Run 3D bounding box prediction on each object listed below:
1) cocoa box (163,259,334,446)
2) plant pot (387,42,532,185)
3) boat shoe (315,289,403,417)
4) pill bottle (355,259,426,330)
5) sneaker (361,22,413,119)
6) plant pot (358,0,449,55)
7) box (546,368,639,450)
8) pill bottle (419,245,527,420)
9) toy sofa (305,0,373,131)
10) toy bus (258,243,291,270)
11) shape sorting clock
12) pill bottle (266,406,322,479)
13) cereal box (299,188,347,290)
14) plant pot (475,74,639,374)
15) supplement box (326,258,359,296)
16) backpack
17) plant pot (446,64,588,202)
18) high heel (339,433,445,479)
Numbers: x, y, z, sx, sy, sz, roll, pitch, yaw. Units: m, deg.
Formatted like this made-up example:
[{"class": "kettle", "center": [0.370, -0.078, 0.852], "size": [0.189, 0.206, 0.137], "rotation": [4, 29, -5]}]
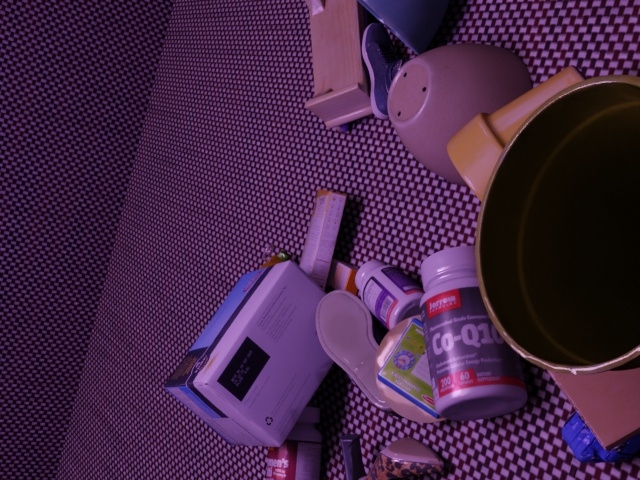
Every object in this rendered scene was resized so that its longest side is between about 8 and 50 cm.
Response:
[{"class": "cocoa box", "center": [-0.134, 0.255, 2.014], "size": [0.228, 0.231, 0.347], "rotation": [-18, 33, 55]}, {"class": "plant pot", "center": [0.245, -0.266, 1.769], "size": [0.284, 0.191, 0.284], "rotation": [-27, 57, 51]}, {"class": "boat shoe", "center": [0.101, 0.241, 1.894], "size": [0.127, 0.113, 0.340], "rotation": [-41, 46, -2]}, {"class": "pill bottle", "center": [0.149, 0.117, 1.862], "size": [0.193, 0.108, 0.108], "rotation": [45, 117, 54]}, {"class": "sneaker", "center": [0.167, -0.404, 2.015], "size": [0.163, 0.086, 0.226], "rotation": [150, 114, -62]}, {"class": "plant pot", "center": [0.172, -0.567, 1.935], "size": [0.195, 0.290, 0.290], "rotation": [-48, 39, 11]}, {"class": "box", "center": [0.458, 0.195, 1.323], "size": [0.201, 0.021, 0.164], "rotation": [-30, 45, 1]}, {"class": "pill bottle", "center": [0.264, 0.164, 1.614], "size": [0.161, 0.161, 0.283], "rotation": [-38, 50, 46]}, {"class": "toy sofa", "center": [0.061, -0.456, 2.192], "size": [0.150, 0.177, 0.362], "rotation": [-17, 63, 27]}, {"class": "toy bus", "center": [-0.112, 0.124, 2.235], "size": [0.191, 0.104, 0.202], "rotation": [-58, -12, -2]}, {"class": "shape sorting clock", "center": [0.203, 0.243, 1.724], "size": [0.206, 0.040, 0.206], "rotation": [-6, 72, 18]}, {"class": "pill bottle", "center": [-0.058, 0.488, 2.044], "size": [0.121, 0.121, 0.221], "rotation": [-15, 67, 55]}, {"class": "cereal box", "center": [0.000, 0.000, 2.146], "size": [0.173, 0.047, 0.240], "rotation": [-152, 75, -78]}, {"class": "plant pot", "center": [0.459, 0.008, 1.185], "size": [0.366, 0.353, 0.366], "rotation": [-25, 60, 52]}, {"class": "supplement box", "center": [0.053, 0.085, 2.089], "size": [0.098, 0.036, 0.062], "rotation": [29, 104, 57]}, {"class": "backpack", "center": [0.431, 0.289, 1.371], "size": [0.120, 0.098, 0.101], "rotation": [-54, 39, 30]}, {"class": "plant pot", "center": [0.379, -0.148, 1.491], "size": [0.239, 0.254, 0.254], "rotation": [-42, 44, 20]}, {"class": "high heel", "center": [0.151, 0.488, 1.787], "size": [0.261, 0.093, 0.186], "rotation": [-2, 100, 45]}]
